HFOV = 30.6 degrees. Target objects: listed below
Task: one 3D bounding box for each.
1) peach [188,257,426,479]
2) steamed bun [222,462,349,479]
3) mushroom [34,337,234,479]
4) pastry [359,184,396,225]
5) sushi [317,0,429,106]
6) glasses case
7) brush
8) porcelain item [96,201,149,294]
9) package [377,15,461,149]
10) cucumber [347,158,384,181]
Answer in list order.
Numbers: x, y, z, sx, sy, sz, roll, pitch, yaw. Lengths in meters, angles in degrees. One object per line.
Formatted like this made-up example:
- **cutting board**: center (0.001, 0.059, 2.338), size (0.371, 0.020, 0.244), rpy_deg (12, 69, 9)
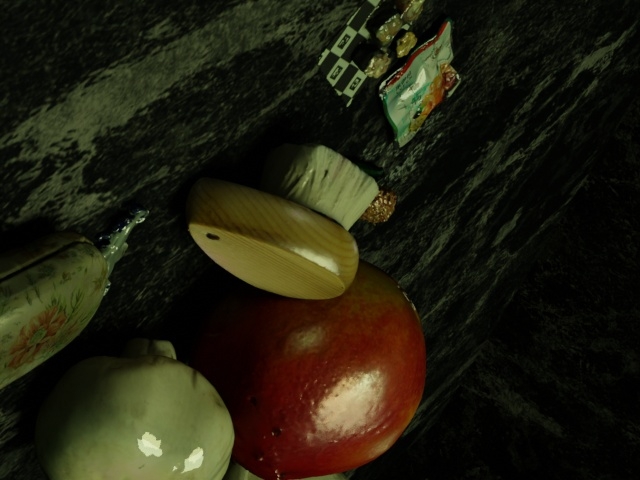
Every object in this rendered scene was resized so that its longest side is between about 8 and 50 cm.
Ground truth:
- **peach**: center (-0.021, 0.192, 1.704), size (0.370, 0.370, 0.370), rpy_deg (-44, 161, -20)
- **steamed bun**: center (-0.142, 0.418, 1.986), size (0.367, 0.255, 0.342), rpy_deg (-25, 179, 32)
- **mushroom**: center (-0.240, 0.230, 1.517), size (0.234, 0.253, 0.260), rpy_deg (-92, 173, -46)
- **pastry**: center (0.073, -0.058, 1.836), size (0.169, 0.087, 0.063), rpy_deg (8, 82, -69)
- **sushi**: center (0.094, -0.276, 1.560), size (0.210, 0.040, 0.193), rpy_deg (-51, 162, 0)
- **glasses case**: center (-0.371, 0.114, 1.102), size (0.425, 0.098, 0.156), rpy_deg (-32, 159, -46)
- **brush**: center (-0.056, -0.042, 1.498), size (0.266, 0.174, 0.166), rpy_deg (29, 64, -41)
- **porcelain item**: center (-0.249, 0.017, 1.332), size (0.075, 0.021, 0.136), rpy_deg (-19, 144, -59)
- **package**: center (0.158, -0.233, 1.807), size (0.166, 0.040, 0.232), rpy_deg (-47, 161, -10)
- **cucumber**: center (0.064, -0.107, 1.829), size (0.033, 0.036, 0.184), rpy_deg (-56, 160, 11)
